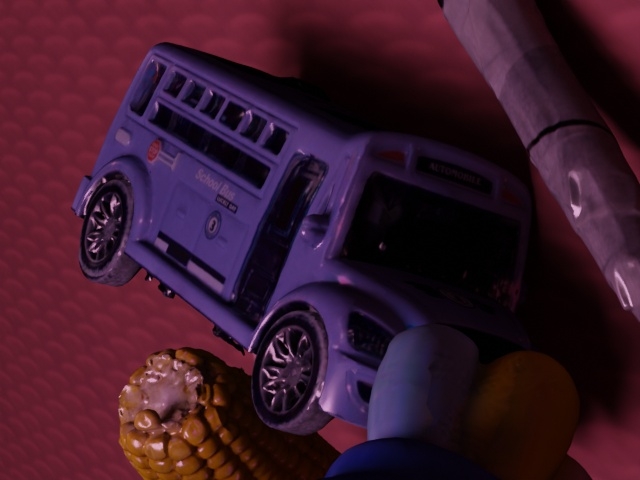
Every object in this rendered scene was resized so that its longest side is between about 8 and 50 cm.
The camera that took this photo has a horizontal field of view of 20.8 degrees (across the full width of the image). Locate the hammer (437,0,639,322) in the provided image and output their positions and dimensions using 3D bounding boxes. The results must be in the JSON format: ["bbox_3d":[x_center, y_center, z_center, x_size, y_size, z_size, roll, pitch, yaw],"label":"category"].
[{"bbox_3d":[0.129,0.023,0.611,0.152,0.044,0.427,105,152,-46],"label":"hammer"}]

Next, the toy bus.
[{"bbox_3d":[0.000,0.000,0.809,0.292,0.125,0.133,32,103,55],"label":"toy bus"}]

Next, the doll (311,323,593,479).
[{"bbox_3d":[0.035,0.213,0.553,0.187,0.376,0.365,-31,76,24],"label":"doll"}]

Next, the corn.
[{"bbox_3d":[-0.021,0.129,0.876,0.238,0.080,0.080,47,177,-42],"label":"corn"}]
